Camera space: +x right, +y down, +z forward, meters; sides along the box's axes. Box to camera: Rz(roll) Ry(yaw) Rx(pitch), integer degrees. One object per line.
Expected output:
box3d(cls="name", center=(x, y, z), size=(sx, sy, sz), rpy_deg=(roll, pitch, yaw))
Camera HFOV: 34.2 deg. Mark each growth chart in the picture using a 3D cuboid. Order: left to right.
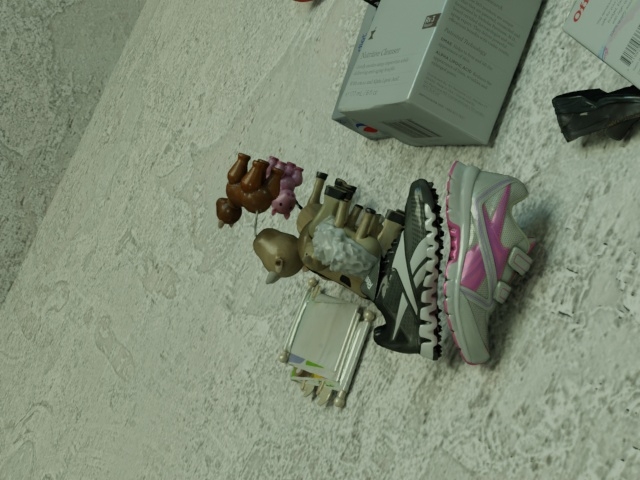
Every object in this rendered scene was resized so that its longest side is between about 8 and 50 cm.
box3d(cls="growth chart", center=(0.002, 0.158, 1.617), size=(0.237, 0.021, 0.172), rpy_deg=(22, 88, 62))

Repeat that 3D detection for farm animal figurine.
box3d(cls="farm animal figurine", center=(0.000, 0.000, 1.545), size=(0.326, 0.330, 0.172), rpy_deg=(24, 98, 28))

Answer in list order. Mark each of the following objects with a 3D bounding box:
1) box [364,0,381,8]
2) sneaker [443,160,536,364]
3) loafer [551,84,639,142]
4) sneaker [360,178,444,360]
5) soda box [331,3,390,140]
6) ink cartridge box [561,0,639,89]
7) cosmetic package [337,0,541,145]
box3d(cls="box", center=(0.152, -0.440, 1.653), size=(0.045, 0.184, 0.191), rpy_deg=(-1, 67, 58))
box3d(cls="sneaker", center=(0.209, 0.029, 1.278), size=(0.103, 0.111, 0.252), rpy_deg=(-19, -70, -81))
box3d(cls="loafer", center=(0.355, -0.150, 1.237), size=(0.170, 0.062, 0.061), rpy_deg=(5, 112, 53))
box3d(cls="sneaker", center=(0.103, 0.038, 1.316), size=(0.078, 0.106, 0.234), rpy_deg=(-61, -29, -75))
box3d(cls="soda box", center=(0.117, -0.314, 1.712), size=(0.098, 0.091, 0.286), rpy_deg=(-4, 66, 57))
box3d(cls="ink cartridge box", center=(0.379, -0.251, 1.142), size=(0.154, 0.093, 0.212), rpy_deg=(-63, 30, 23))
box3d(cls="cosmetic package", center=(0.198, -0.340, 1.529), size=(0.217, 0.156, 0.385), rpy_deg=(6, 75, 62))
